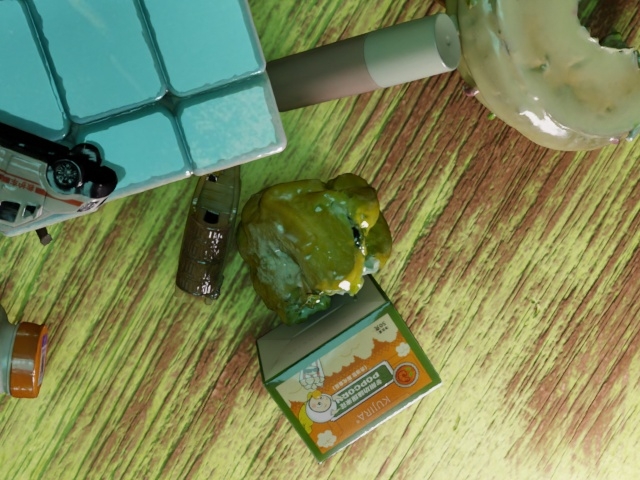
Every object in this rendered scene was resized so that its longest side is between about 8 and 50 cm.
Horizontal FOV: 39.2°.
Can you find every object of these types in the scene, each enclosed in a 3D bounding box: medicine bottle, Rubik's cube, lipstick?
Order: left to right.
[{"bbox_3d":[-0.502,0.141,1.145,0.288,0.157,0.157,6,101,-9],"label":"medicine bottle"},{"bbox_3d":[-0.240,-0.222,1.022,0.315,0.319,0.322,-17,104,-5],"label":"Rubik's cube"},{"bbox_3d":[0.045,-0.217,1.114,0.254,0.070,0.070,-8,107,35],"label":"lipstick"}]

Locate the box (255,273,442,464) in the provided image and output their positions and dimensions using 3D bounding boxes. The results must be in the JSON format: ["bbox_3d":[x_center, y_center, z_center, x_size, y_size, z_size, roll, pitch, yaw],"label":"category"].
[{"bbox_3d":[0.034,0.165,1.212,0.194,0.177,0.148,-33,105,0],"label":"box"}]

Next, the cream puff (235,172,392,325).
[{"bbox_3d":[-0.003,-0.005,1.174,0.194,0.221,0.195,11,67,-29],"label":"cream puff"}]

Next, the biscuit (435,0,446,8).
[{"bbox_3d":[0.226,-0.397,1.193,0.182,0.034,0.215,33,96,-14],"label":"biscuit"}]

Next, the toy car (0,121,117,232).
[{"bbox_3d":[-0.301,-0.059,0.842,0.209,0.089,0.108,20,103,-8],"label":"toy car"}]

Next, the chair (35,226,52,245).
[{"bbox_3d":[-0.488,-0.125,1.114,0.175,0.183,0.327,-26,59,-1],"label":"chair"}]

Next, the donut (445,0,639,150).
[{"bbox_3d":[0.296,-0.289,1.136,0.307,0.150,0.371,-26,112,-16],"label":"donut"}]

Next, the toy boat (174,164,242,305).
[{"bbox_3d":[-0.145,-0.010,1.179,0.068,0.088,0.226,14,118,-6],"label":"toy boat"}]
